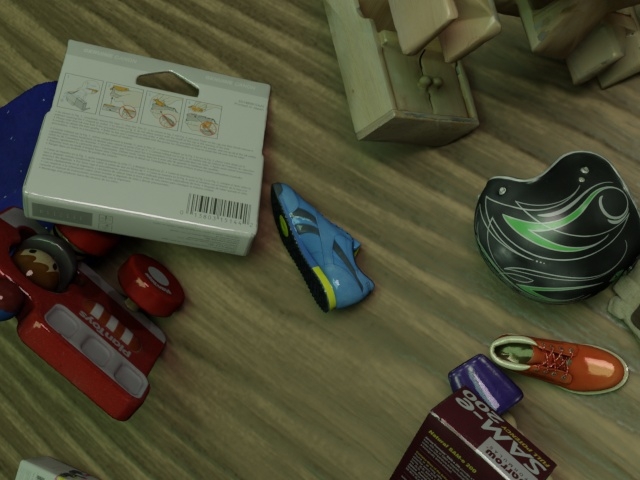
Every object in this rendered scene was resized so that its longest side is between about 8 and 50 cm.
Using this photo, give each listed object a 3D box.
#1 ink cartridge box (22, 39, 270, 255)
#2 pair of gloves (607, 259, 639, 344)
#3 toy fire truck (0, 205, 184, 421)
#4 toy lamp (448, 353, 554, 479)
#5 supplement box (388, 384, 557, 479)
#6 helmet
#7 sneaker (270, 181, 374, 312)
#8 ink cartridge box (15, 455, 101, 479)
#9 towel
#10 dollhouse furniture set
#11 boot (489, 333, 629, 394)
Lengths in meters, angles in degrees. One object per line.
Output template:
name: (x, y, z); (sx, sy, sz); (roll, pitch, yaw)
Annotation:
ink cartridge box: (-0.225, -0.127, 1.106); (0.296, 0.066, 0.261); (11, 58, -11)
pair of gloves: (0.429, 0.037, 0.855); (0.204, 0.042, 0.240); (42, 113, 50)
toy fire truck: (-0.331, 0.081, 1.067); (0.169, 0.254, 0.302); (-44, 100, 10)
toy lamp: (0.237, 0.254, 0.900); (0.080, 0.080, 0.275); (-36, 79, 13)
supplement box: (0.143, 0.291, 0.896); (0.130, 0.073, 0.239); (40, 131, 23)
helmet: (0.261, -0.010, 0.913); (0.161, 0.169, 0.169); (-26, 71, 0)
sneaker: (0.000, 0.000, 1.082); (0.082, 0.069, 0.209); (-22, 60, -16)
ink cartridge box: (-0.358, 0.391, 1.156); (0.181, 0.061, 0.104); (15, 87, 25)
towel: (-0.443, -0.078, 1.273); (0.227, 0.076, 0.308); (-29, 71, 8)
dollhouse furniture set: (0.193, -0.304, 0.899); (0.394, 0.362, 0.257); (-29, 70, 48)
boot: (0.270, 0.141, 0.925); (0.157, 0.084, 0.059); (8, 82, 22)
